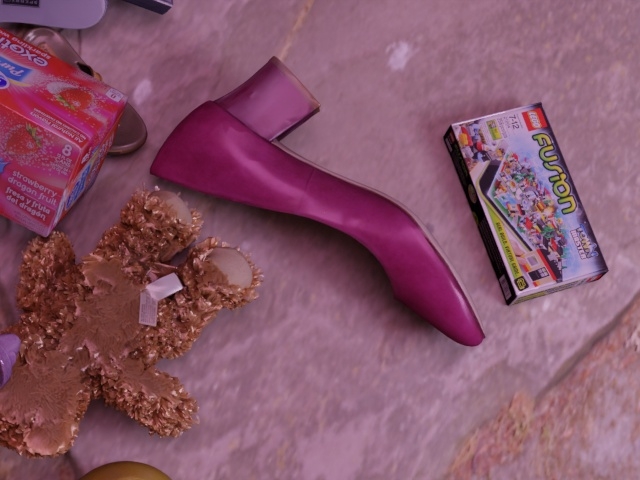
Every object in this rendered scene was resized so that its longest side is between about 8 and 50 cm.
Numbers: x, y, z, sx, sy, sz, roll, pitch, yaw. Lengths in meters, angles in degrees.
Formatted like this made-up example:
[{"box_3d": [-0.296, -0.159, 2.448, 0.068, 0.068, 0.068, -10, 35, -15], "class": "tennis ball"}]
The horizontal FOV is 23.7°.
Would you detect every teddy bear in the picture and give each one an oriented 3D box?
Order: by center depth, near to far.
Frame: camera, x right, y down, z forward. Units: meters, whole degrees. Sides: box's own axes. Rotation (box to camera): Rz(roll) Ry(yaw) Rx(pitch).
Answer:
[{"box_3d": [-0.211, 0.086, 1.520, 0.245, 0.113, 0.338, 30, 61, -6], "class": "teddy bear"}]

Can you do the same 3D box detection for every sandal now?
[{"box_3d": [-0.256, -0.162, 1.616, 0.072, 0.049, 0.180, -37, 80, -21], "class": "sandal"}]

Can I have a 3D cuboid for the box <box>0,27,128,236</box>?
[{"box_3d": [-0.341, -0.132, 1.528, 0.256, 0.123, 0.128, 29, 33, 1], "class": "box"}]

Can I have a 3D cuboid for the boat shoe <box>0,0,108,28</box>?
[{"box_3d": [-0.340, -0.280, 1.633, 0.228, 0.080, 0.076, 5, 30, -8], "class": "boat shoe"}]

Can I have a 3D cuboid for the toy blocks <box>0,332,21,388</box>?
[{"box_3d": [-0.427, 0.010, 1.372, 0.260, 0.288, 0.309, -42, 124, -49], "class": "toy blocks"}]

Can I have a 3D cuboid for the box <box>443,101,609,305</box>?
[{"box_3d": [0.223, -0.042, 1.667, 0.114, 0.036, 0.207, -15, 74, -15], "class": "box"}]

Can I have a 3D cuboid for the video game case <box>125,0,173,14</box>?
[{"box_3d": [-0.280, -0.361, 1.610, 0.274, 0.026, 0.196, 14, 56, -38], "class": "video game case"}]

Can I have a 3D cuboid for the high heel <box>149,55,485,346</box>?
[{"box_3d": [0.000, 0.000, 1.590, 0.181, 0.127, 0.377, -40, 80, -2], "class": "high heel"}]

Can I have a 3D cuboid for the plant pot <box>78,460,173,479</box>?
[{"box_3d": [-0.184, 0.268, 1.452, 0.134, 0.095, 0.134, 3, 70, -9], "class": "plant pot"}]
